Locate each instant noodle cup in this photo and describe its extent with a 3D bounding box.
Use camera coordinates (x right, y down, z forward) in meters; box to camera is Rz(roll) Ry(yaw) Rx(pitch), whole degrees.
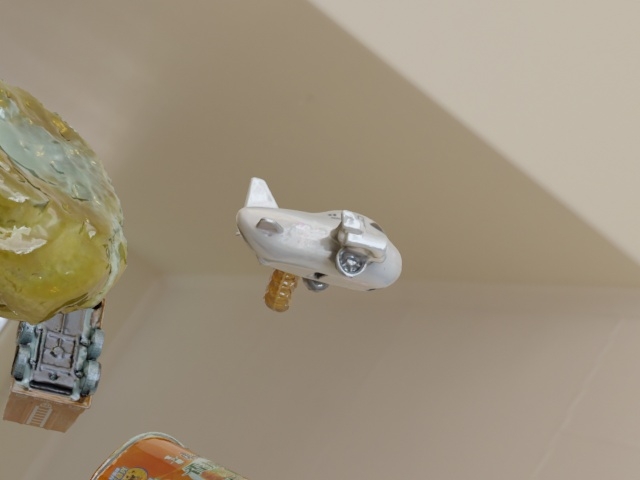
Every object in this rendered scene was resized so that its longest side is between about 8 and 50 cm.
[{"bbox_3d":[-0.199,0.448,1.927,0.214,0.296,0.296,11,-118,35],"label":"instant noodle cup"}]

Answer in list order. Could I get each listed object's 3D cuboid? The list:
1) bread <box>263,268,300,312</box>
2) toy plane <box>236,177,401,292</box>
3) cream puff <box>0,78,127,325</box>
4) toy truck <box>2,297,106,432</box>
[{"bbox_3d":[-0.056,0.052,2.275,0.044,0.052,0.157,-105,-147,-67],"label":"bread"},{"bbox_3d":[0.000,0.000,1.790,0.245,0.245,0.117,-18,-123,61],"label":"toy plane"},{"bbox_3d":[-0.414,-0.026,1.463,0.275,0.378,0.378,-47,-161,14],"label":"cream puff"},{"bbox_3d":[-0.421,0.146,2.093,0.162,0.136,0.305,127,-27,-50],"label":"toy truck"}]
